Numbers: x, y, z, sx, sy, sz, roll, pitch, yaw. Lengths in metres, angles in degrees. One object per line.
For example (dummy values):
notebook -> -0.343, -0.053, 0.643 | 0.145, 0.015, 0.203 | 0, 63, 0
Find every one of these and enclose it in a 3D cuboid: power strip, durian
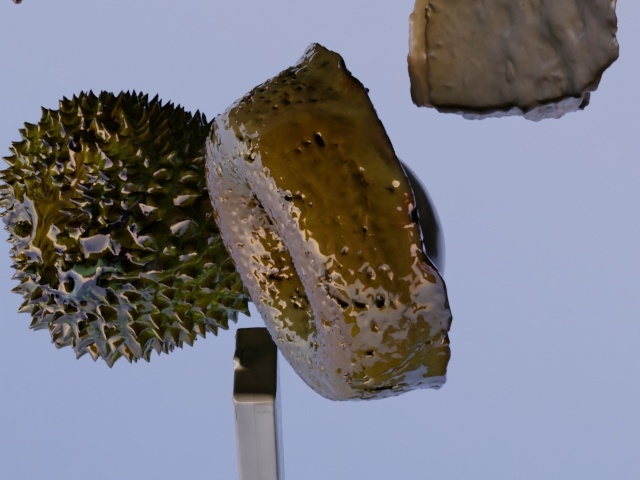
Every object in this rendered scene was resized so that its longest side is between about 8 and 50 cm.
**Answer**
power strip -> -0.054, 0.246, 1.810 | 0.043, 0.367, 0.106 | -1, -143, 1
durian -> -0.180, -0.004, 1.797 | 0.291, 0.291, 0.224 | 20, -152, 10

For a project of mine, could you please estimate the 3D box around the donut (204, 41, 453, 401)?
donut -> 0.000, 0.000, 1.382 | 0.107, 0.272, 0.272 | -22, -141, -12

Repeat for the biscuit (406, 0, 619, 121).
biscuit -> 0.156, -0.171, 1.401 | 0.040, 0.188, 0.265 | -3, -140, 52

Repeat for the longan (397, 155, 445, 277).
longan -> 0.020, -0.001, 1.955 | 0.248, 0.248, 0.248 | 11, -151, -6

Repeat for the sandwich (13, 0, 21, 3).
sandwich -> -0.216, -0.255, 1.383 | 0.185, 0.109, 0.160 | -41, -161, -16
